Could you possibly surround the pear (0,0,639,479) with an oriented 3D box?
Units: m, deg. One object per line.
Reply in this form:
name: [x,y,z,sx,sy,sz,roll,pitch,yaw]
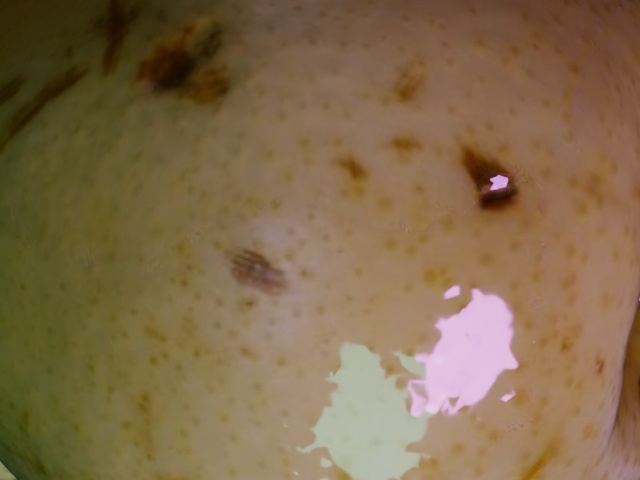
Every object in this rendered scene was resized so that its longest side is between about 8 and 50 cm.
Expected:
pear: [0.000,0.000,0.771,0.309,0.309,0.309,-1,142,-1]
